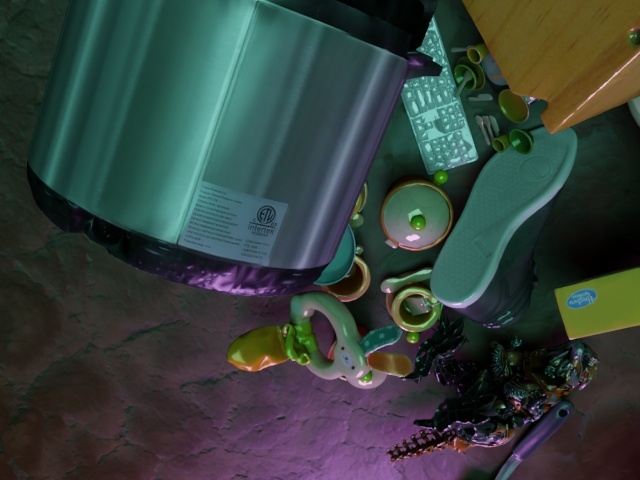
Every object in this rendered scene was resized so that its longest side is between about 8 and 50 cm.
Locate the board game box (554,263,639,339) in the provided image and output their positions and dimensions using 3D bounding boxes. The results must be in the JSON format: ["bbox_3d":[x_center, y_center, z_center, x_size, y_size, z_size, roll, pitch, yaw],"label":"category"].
[{"bbox_3d":[0.469,0.038,0.875,0.317,0.242,0.064,-19,81,33],"label":"board game box"}]

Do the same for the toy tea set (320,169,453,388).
[{"bbox_3d":[0.082,0.053,1.012,0.200,0.124,0.335,-4,108,4],"label":"toy tea set"}]

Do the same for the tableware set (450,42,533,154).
[{"bbox_3d":[0.216,-0.177,0.938,0.024,0.104,0.154,-36,115,-22],"label":"tableware set"}]

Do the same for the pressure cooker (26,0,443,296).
[{"bbox_3d":[-0.085,-0.192,0.804,0.376,0.370,0.420,28,107,24],"label":"pressure cooker"}]

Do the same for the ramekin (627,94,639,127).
[{"bbox_3d":[0.490,-0.185,0.806,0.148,0.303,0.303,26,111,-41],"label":"ramekin"}]

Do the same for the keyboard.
[{"bbox_3d":[0.138,-0.215,0.980,0.072,0.014,0.256,-19,106,9],"label":"keyboard"}]

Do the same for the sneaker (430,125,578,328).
[{"bbox_3d":[0.261,-0.012,0.996,0.295,0.105,0.147,-56,140,-11],"label":"sneaker"}]

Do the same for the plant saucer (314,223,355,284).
[{"bbox_3d":[0.000,0.000,0.991,0.119,0.021,0.119,11,111,31],"label":"plant saucer"}]

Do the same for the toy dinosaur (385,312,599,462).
[{"bbox_3d":[0.235,0.237,1.053,0.322,0.164,0.218,-51,130,3],"label":"toy dinosaur"}]

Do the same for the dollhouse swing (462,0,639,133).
[{"bbox_3d":[0.353,-0.362,0.793,0.305,0.315,0.346,-19,75,-22],"label":"dollhouse swing"}]

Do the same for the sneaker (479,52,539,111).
[{"bbox_3d":[0.309,-0.284,0.907,0.108,0.100,0.271,45,105,-6],"label":"sneaker"}]

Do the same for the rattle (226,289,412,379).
[{"bbox_3d":[-0.002,0.142,0.962,0.143,0.200,0.130,6,105,-43],"label":"rattle"}]

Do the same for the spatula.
[{"bbox_3d":[0.294,0.356,1.150,0.084,0.030,0.296,31,107,-5],"label":"spatula"}]
